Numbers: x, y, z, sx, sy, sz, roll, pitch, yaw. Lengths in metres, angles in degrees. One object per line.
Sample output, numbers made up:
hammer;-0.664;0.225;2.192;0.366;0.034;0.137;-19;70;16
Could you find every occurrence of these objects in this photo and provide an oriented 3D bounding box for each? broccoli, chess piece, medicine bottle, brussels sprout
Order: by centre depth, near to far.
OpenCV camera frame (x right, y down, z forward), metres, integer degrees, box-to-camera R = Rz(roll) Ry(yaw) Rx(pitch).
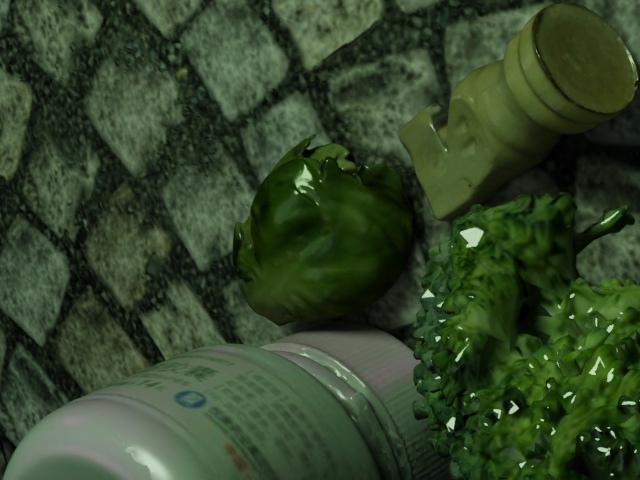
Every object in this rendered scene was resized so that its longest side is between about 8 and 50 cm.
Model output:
broccoli;0.217;0.138;0.876;0.317;0.338;0.277;-11;127;19
chess piece;0.131;-0.086;1.008;0.200;0.090;0.090;-38;78;51
medicine bottle;-0.058;0.204;1.079;0.256;0.325;0.256;14;113;36
brussels sprout;-0.002;0.002;1.127;0.139;0.100;0.181;40;108;4
